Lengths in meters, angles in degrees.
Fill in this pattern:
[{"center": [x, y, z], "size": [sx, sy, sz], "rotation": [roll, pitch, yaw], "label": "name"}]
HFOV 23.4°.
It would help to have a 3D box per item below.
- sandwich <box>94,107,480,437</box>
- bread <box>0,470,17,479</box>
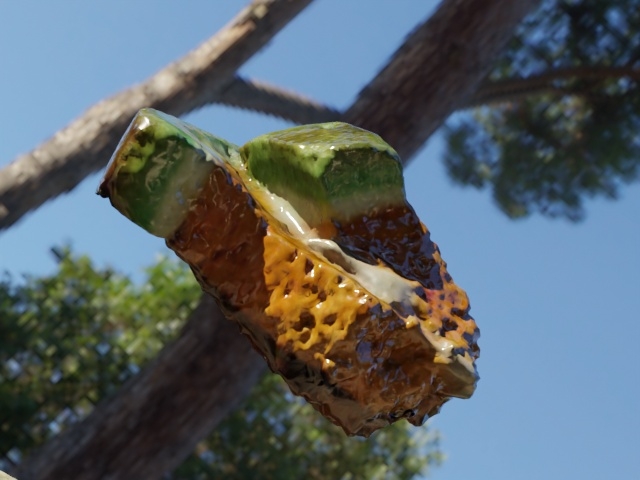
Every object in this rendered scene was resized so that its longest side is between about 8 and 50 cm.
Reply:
[{"center": [0.000, 0.000, 1.069], "size": [0.301, 0.162, 0.250], "rotation": [43, 7, 15], "label": "sandwich"}, {"center": [-0.200, 0.165, 0.690], "size": [0.148, 0.141, 0.134], "rotation": [24, -34, -8], "label": "bread"}]
